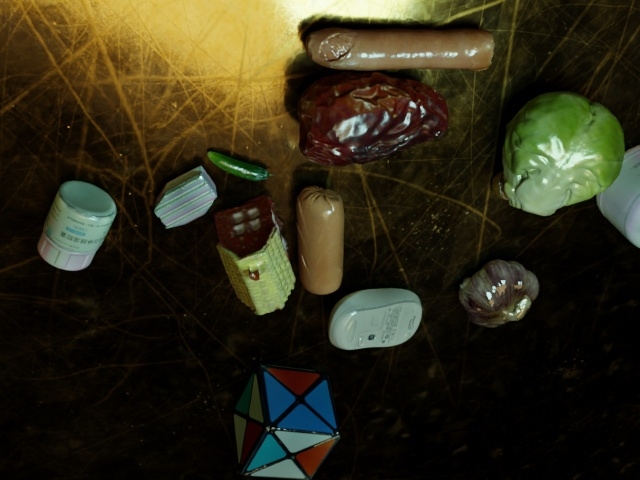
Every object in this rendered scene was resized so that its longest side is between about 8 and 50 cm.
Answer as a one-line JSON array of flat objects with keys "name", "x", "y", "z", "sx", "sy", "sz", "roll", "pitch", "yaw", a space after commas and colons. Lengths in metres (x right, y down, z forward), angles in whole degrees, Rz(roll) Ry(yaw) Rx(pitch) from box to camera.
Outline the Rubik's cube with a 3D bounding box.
[{"name": "Rubik's cube", "x": -0.109, "y": 0.555, "z": 1.877, "sx": 0.247, "sy": 0.248, "sz": 0.249, "roll": 13, "pitch": 123, "yaw": -22}]

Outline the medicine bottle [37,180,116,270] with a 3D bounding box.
[{"name": "medicine bottle", "x": -0.553, "y": -0.031, "z": 1.390, "sx": 0.135, "sy": 0.135, "sz": 0.168, "roll": 21, "pitch": 119, "yaw": -27}]

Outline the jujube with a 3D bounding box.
[{"name": "jujube", "x": 0.115, "y": -0.270, "z": 1.352, "sx": 0.343, "sy": 0.216, "sz": 0.216, "roll": -6, "pitch": 128, "yaw": -18}]

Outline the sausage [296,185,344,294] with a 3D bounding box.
[{"name": "sausage", "x": 0.000, "y": -0.001, "z": 1.564, "sx": 0.121, "sy": 0.121, "sz": 0.304, "roll": -8, "pitch": 129, "yaw": -9}]

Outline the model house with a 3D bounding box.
[{"name": "model house", "x": -0.155, "y": 0.047, "z": 1.477, "sx": 0.160, "sy": 0.253, "sz": 0.195, "roll": -14, "pitch": 128, "yaw": 1}]

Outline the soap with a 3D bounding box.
[{"name": "soap", "x": -0.320, "y": -0.097, "z": 1.448, "sx": 0.149, "sy": 0.056, "sz": 0.100, "roll": -28, "pitch": 126, "yaw": 6}]

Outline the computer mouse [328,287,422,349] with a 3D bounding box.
[{"name": "computer mouse", "x": 0.147, "y": 0.223, "z": 1.775, "sx": 0.297, "sy": 0.121, "sz": 0.184, "roll": -9, "pitch": 118, "yaw": -28}]

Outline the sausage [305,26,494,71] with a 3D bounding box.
[{"name": "sausage", "x": 0.174, "y": -0.410, "z": 1.317, "sx": 0.420, "sy": 0.094, "sz": 0.094, "roll": -4, "pitch": 149, "yaw": -13}]

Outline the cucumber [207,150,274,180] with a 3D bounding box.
[{"name": "cucumber", "x": -0.188, "y": -0.168, "z": 1.440, "sx": 0.168, "sy": 0.039, "sz": 0.039, "roll": 18, "pitch": 120, "yaw": -24}]

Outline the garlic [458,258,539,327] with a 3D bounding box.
[{"name": "garlic", "x": 0.532, "y": 0.174, "z": 1.811, "sx": 0.245, "sy": 0.160, "sz": 0.244, "roll": -9, "pitch": 138, "yaw": -9}]

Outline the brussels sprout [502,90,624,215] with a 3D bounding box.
[{"name": "brussels sprout", "x": 0.583, "y": -0.205, "z": 1.481, "sx": 0.274, "sy": 0.242, "sz": 0.316, "roll": -10, "pitch": 119, "yaw": -11}]

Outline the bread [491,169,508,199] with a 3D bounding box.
[{"name": "bread", "x": 0.495, "y": -0.150, "z": 1.624, "sx": 0.085, "sy": 0.053, "sz": 0.084, "roll": -3, "pitch": 107, "yaw": -10}]

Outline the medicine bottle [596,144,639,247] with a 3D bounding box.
[{"name": "medicine bottle", "x": 0.920, "y": -0.082, "z": 1.614, "sx": 0.256, "sy": 0.324, "sz": 0.255, "roll": -8, "pitch": 128, "yaw": -11}]
